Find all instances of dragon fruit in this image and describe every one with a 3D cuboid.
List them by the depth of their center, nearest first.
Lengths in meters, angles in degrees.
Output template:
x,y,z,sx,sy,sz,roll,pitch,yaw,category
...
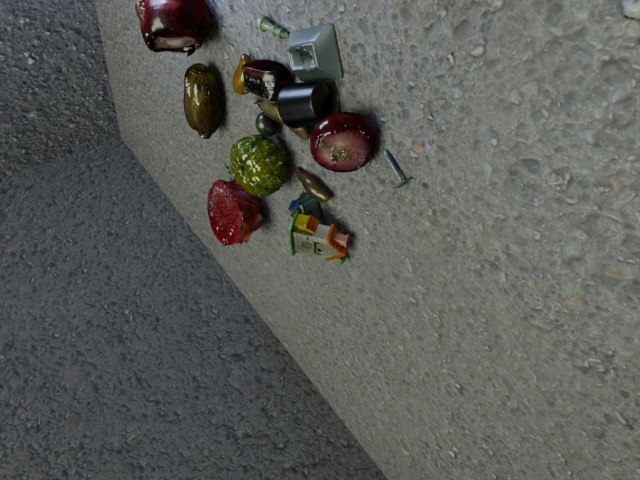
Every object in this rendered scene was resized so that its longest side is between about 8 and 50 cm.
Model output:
x,y,z,sx,sy,sz,roll,pitch,yaw,category
-0.456,-0.161,2.484,0.386,0.248,0.371,13,111,46,dragon fruit

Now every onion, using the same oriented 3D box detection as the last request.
x,y,z,sx,sy,sz,roll,pitch,yaw,category
0.080,-0.348,1.572,0.247,0.162,0.248,13,148,8,onion
-0.647,-0.996,1.992,0.341,0.341,0.342,36,142,34,onion

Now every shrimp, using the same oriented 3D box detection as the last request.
x,y,z,sx,sy,sz,roll,pitch,yaw,category
-0.159,-0.511,1.857,0.317,0.077,0.168,40,177,25,shrimp

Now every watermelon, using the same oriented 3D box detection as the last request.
x,y,z,sx,sy,sz,roll,pitch,yaw,category
-0.227,-0.508,1.984,0.133,0.105,0.105,32,164,-32,watermelon

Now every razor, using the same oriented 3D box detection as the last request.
x,y,z,sx,sy,sz,roll,pitch,yaw,category
0.255,-0.253,1.553,0.135,0.040,0.068,61,150,6,razor

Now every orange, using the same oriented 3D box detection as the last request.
x,y,z,sx,sy,sz,roll,pitch,yaw,category
-0.282,-0.357,2.074,0.300,0.223,0.301,45,145,3,orange

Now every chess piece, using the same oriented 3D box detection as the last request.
x,y,z,sx,sy,sz,roll,pitch,yaw,category
-0.171,-0.798,1.695,0.149,0.059,0.059,36,143,23,chess piece

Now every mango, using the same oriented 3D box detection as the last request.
x,y,z,sx,sy,sz,roll,pitch,yaw,category
-0.332,-0.724,1.964,0.102,0.084,0.184,52,139,20,mango

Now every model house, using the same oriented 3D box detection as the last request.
x,y,z,sx,sy,sz,roll,pitch,yaw,category
-0.089,-0.131,2.051,0.119,0.148,0.149,10,122,54,model house

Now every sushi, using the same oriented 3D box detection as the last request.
x,y,z,sx,sy,sz,roll,pitch,yaw,category
-0.213,-0.644,1.807,0.225,0.136,0.126,27,140,33,sushi

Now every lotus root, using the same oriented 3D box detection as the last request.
x,y,z,sx,sy,sz,roll,pitch,yaw,category
-0.601,-0.698,2.283,0.196,0.179,0.398,44,145,29,lotus root

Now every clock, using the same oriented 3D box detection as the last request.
x,y,z,sx,sy,sz,roll,pitch,yaw,category
0.000,0.000,1.988,0.255,0.106,0.220,13,148,8,clock

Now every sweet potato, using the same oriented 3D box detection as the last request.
x,y,z,sx,sy,sz,roll,pitch,yaw,category
-0.043,-0.241,1.961,0.243,0.077,0.077,43,146,25,sweet potato

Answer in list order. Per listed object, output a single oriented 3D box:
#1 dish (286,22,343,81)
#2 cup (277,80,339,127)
x,y,z,sx,sy,sz,roll,pitch,yaw,category
-0.041,-0.654,1.596,0.243,0.080,0.182,18,130,48,dish
-0.016,-0.495,1.677,0.176,0.239,0.166,9,82,46,cup
